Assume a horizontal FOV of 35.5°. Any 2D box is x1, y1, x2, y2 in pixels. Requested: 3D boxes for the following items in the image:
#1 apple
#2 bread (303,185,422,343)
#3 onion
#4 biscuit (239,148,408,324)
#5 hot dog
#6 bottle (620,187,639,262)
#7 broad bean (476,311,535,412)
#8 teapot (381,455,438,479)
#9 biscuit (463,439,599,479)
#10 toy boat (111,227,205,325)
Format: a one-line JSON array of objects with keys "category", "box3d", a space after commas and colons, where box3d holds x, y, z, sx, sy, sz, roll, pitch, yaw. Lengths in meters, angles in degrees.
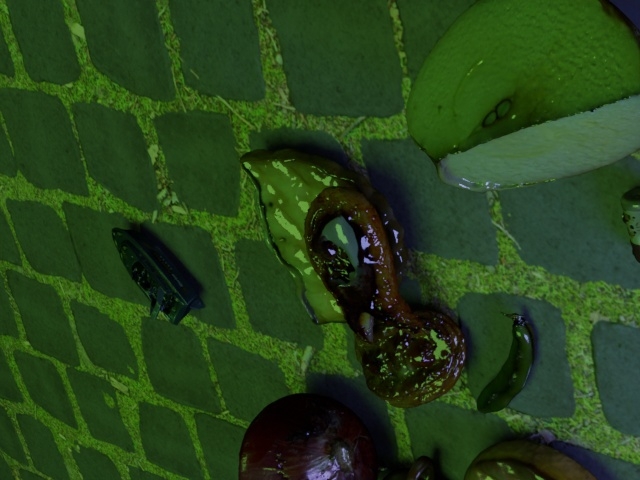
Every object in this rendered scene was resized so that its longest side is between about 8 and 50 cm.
[{"category": "apple", "box3d": [0.265, -0.176, 1.209, 0.346, 0.179, 0.254, -18, 115, 47]}, {"category": "bread", "box3d": [0.060, 0.036, 1.537, 0.139, 0.095, 0.269, -9, 120, 38]}, {"category": "onion", "box3d": [-0.028, 0.414, 1.817, 0.276, 0.276, 0.276, 24, 131, 31]}, {"category": "biscuit", "box3d": [0.000, 0.000, 1.666, 0.329, 0.078, 0.335, 28, 133, 25]}, {"category": "hot dog", "box3d": [0.139, 0.188, 1.639, 0.226, 0.099, 0.161, -29, 86, 47]}, {"category": "bottle", "box3d": [0.412, -0.013, 1.274, 0.047, 0.063, 0.101, -11, 115, 13]}, {"category": "broad bean", "box3d": [0.290, 0.198, 1.543, 0.069, 0.039, 0.227, 26, 131, 21]}, {"category": "teapot", "box3d": [0.166, 0.489, 1.787, 0.178, 0.135, 0.252, 22, 131, 27]}, {"category": "biscuit", "box3d": [0.353, 0.411, 1.585, 0.274, 0.091, 0.213, 15, 128, 39]}, {"category": "toy boat", "box3d": [-0.346, 0.065, 2.023, 0.246, 0.103, 0.093, 48, 140, 12]}]
